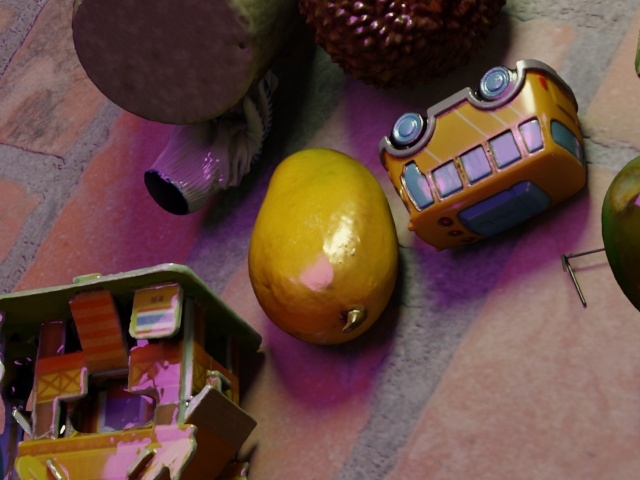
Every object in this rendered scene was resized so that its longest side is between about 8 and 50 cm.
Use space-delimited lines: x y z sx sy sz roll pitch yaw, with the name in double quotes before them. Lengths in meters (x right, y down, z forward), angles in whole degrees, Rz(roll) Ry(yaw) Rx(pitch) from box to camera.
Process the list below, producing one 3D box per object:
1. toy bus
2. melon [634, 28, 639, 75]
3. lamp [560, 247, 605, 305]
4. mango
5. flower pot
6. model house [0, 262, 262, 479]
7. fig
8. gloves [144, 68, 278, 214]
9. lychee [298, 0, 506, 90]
"toy bus" 0.171 -0.078 1.433 0.209 0.126 0.136 -27 56 23
"melon" 0.392 -0.248 1.434 0.182 0.054 0.098 -29 61 22
"lamp" 0.291 0.010 1.336 0.121 0.041 0.054 -26 39 20
"mango" 0.000 0.000 1.531 0.176 0.119 0.317 -34 36 20
"flower pot" -0.151 -0.315 1.671 0.293 0.293 0.330 -23 27 26
"model house" -0.263 0.217 1.467 0.357 0.242 0.313 -7 61 17
"fig" 0.332 -0.005 1.201 0.181 0.191 0.181 -43 34 39
"gloves" -0.126 -0.127 1.730 0.119 0.097 0.229 32 72 21
"lychee" 0.079 -0.303 1.593 0.271 0.271 0.271 -22 49 27
